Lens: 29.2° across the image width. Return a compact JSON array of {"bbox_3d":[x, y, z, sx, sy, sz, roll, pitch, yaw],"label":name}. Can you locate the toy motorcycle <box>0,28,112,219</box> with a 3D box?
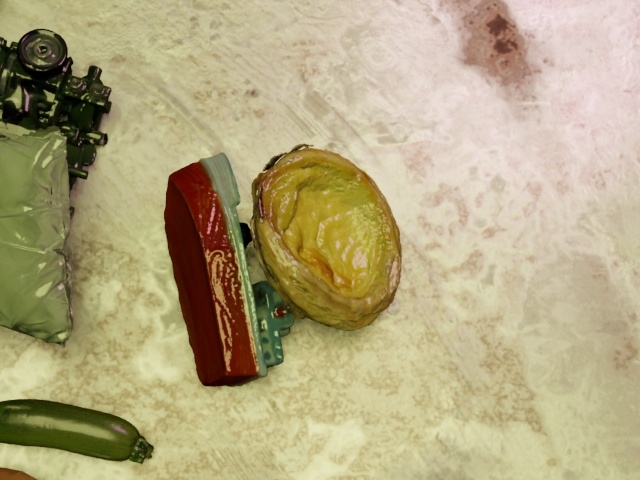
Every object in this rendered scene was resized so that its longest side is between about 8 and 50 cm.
[{"bbox_3d":[-0.410,-0.163,1.764,0.205,0.127,0.275,16,74,-2],"label":"toy motorcycle"}]

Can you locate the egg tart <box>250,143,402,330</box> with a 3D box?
[{"bbox_3d":[0.000,0.000,1.727,0.279,0.095,0.279,19,60,-36],"label":"egg tart"}]

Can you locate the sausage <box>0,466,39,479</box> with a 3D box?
[{"bbox_3d":[-0.382,0.400,1.647,0.241,0.120,0.136,28,89,2],"label":"sausage"}]

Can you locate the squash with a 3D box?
[{"bbox_3d":[-0.358,0.261,1.706,0.258,0.069,0.069,9,78,-1],"label":"squash"}]

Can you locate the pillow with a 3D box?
[{"bbox_3d":[-0.448,-0.012,1.658,0.283,0.138,0.310,3,104,25],"label":"pillow"}]

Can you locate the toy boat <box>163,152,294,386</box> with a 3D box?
[{"bbox_3d":[-0.125,0.036,1.734,0.133,0.145,0.332,-9,80,-28],"label":"toy boat"}]
